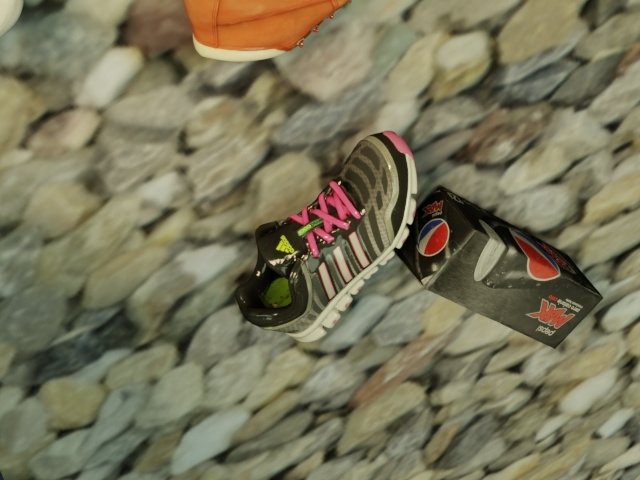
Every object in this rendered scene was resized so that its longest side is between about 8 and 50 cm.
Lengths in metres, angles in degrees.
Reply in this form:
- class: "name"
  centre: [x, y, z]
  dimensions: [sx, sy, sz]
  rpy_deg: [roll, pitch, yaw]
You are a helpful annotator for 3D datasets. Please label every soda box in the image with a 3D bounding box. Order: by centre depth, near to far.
- class: "soda box"
  centre: [0.130, 0.022, 1.145]
  dimensions: [0.169, 0.053, 0.060]
  rpy_deg: [24, 113, -45]

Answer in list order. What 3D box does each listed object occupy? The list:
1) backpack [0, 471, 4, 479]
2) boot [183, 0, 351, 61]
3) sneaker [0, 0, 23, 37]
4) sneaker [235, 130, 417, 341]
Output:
- class: "backpack"
  centre: [-0.248, 0.112, 0.677]
  dimensions: [0.276, 0.263, 0.213]
  rpy_deg: [-5, 147, -34]
- class: "boot"
  centre: [-0.004, -0.149, 0.902]
  dimensions: [0.158, 0.059, 0.084]
  rpy_deg: [-12, 138, -11]
- class: "sneaker"
  centre: [-0.275, -0.072, 0.740]
  dimensions: [0.297, 0.129, 0.111]
  rpy_deg: [-21, 135, -17]
- class: "sneaker"
  centre: [0.000, 0.000, 1.033]
  dimensions: [0.075, 0.063, 0.170]
  rpy_deg: [3, 132, -42]
